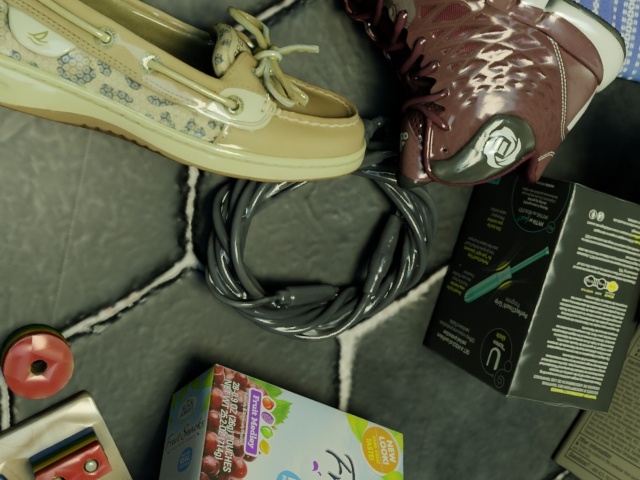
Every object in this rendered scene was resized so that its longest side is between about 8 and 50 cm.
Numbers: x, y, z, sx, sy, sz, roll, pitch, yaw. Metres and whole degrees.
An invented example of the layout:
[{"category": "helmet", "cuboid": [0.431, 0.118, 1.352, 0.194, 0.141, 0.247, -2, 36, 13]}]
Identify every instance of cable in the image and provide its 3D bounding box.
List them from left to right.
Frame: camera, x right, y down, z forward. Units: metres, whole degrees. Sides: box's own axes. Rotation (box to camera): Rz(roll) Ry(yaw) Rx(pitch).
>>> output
[{"category": "cable", "cuboid": [0.000, 0.000, 0.672, 0.185, 0.047, 0.150, -30, 118, -20]}]

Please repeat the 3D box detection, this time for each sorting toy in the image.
[{"category": "sorting toy", "cuboid": [-0.187, 0.202, 0.629, 0.132, 0.046, 0.274, -26, 112, -17]}]

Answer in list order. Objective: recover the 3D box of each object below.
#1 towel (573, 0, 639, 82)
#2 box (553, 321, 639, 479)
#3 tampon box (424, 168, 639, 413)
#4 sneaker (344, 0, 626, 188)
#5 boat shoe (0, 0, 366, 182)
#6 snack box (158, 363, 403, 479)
[{"category": "towel", "cuboid": [0.275, -0.250, 0.736, 0.336, 0.040, 0.243, 6, 101, -26]}, {"category": "box", "cuboid": [0.364, 0.115, 0.807, 0.121, 0.148, 0.311, 35, 88, -27]}, {"category": "tampon box", "cuboid": [0.174, 0.035, 0.712, 0.102, 0.120, 0.160, 14, 96, -26]}, {"category": "sneaker", "cuboid": [0.061, -0.124, 0.616, 0.282, 0.106, 0.162, 26, 94, -13]}, {"category": "boat shoe", "cuboid": [-0.092, -0.108, 0.553, 0.285, 0.104, 0.089, 12, 114, -24]}, {"category": "snack box", "cuboid": [-0.027, 0.212, 0.629, 0.175, 0.070, 0.207, 26, 49, -27]}]
